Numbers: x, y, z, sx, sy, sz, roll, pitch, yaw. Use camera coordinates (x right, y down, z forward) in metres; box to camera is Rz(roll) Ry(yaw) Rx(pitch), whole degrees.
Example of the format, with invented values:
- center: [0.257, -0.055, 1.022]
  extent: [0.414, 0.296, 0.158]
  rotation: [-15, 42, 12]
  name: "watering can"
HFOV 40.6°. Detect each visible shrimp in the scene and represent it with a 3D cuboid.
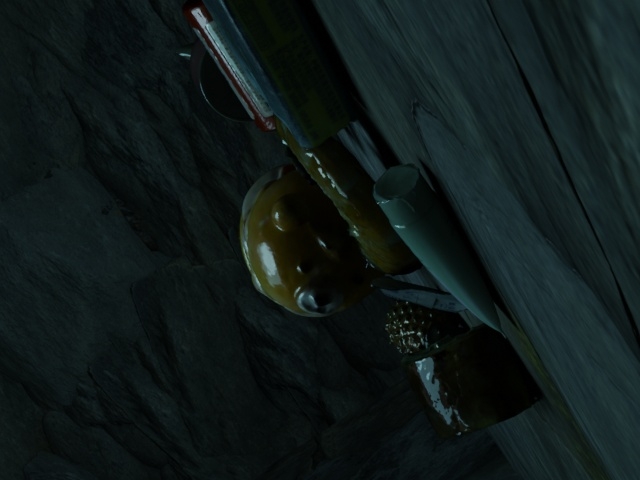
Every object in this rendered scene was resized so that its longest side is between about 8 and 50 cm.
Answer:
- center: [0.039, -0.049, 1.128]
  extent: [0.272, 0.085, 0.445]
  rotation: [47, 180, 16]
  name: "shrimp"

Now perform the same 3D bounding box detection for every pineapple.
- center: [0.188, 0.171, 1.335]
  extent: [0.125, 0.125, 0.251]
  rotation: [57, 175, -33]
  name: "pineapple"

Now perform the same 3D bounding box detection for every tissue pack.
- center: [-0.067, -0.237, 0.873]
  extent: [0.185, 0.081, 0.257]
  rotation: [57, 179, 45]
  name: "tissue pack"
- center: [0.127, 0.068, 1.072]
  extent: [0.123, 0.026, 0.193]
  rotation: [15, 176, 7]
  name: "tissue pack"

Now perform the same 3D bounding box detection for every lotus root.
- center: [0.183, 0.172, 1.077]
  extent: [0.235, 0.138, 0.118]
  rotation: [30, -143, -77]
  name: "lotus root"

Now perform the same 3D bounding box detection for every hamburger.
- center: [0.000, 0.000, 1.448]
  extent: [0.276, 0.276, 0.237]
  rotation: [57, 170, -9]
  name: "hamburger"

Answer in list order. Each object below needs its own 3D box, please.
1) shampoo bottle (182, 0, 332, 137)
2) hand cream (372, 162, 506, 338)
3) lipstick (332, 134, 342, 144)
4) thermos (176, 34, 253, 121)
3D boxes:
- center: [-0.070, -0.222, 1.174]
  extent: [0.278, 0.104, 0.104]
  rotation: [57, 180, -25]
  name: "shampoo bottle"
- center: [0.118, 0.013, 0.817]
  extent: [0.205, 0.050, 0.078]
  rotation: [51, -178, -35]
  name: "hand cream"
- center: [-0.006, -0.196, 1.404]
  extent: [0.129, 0.030, 0.030]
  rotation: [57, 180, -38]
  name: "lipstick"
- center: [-0.137, -0.290, 1.424]
  extent: [0.265, 0.177, 0.145]
  rotation: [-131, 47, -65]
  name: "thermos"
